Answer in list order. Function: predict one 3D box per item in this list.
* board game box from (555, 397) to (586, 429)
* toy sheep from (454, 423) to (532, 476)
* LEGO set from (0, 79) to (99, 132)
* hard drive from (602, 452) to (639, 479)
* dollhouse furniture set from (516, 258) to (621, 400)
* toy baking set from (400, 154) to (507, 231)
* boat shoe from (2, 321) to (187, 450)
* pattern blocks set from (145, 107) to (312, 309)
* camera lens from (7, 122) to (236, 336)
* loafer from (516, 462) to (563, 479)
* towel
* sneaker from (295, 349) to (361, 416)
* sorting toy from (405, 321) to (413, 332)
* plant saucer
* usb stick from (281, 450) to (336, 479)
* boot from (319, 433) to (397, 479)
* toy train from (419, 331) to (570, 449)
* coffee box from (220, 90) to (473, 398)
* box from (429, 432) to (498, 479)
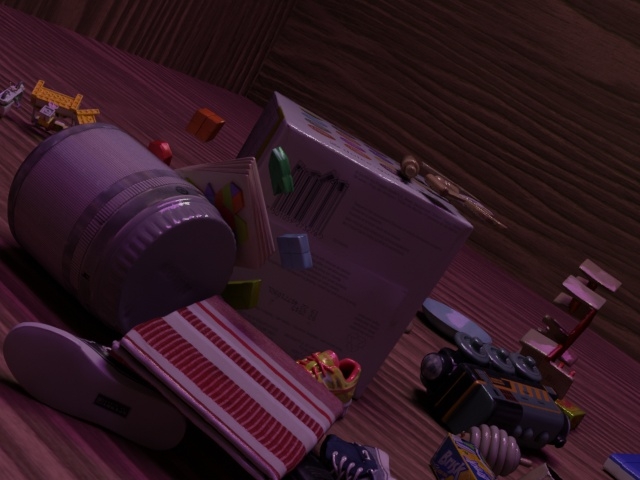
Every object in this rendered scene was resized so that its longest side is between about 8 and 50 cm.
[{"bbox_3d":[0.471,0.335,2.170,0.181,0.043,0.092,36,13,28],"label":"board game box"},{"bbox_3d":[0.266,0.330,1.580,0.132,0.091,0.091,11,12,0],"label":"toy sheep"},{"bbox_3d":[-0.514,-0.213,2.044,0.287,0.107,0.132,36,47,8],"label":"LEGO set"},{"bbox_3d":[0.722,0.529,1.967,0.318,0.040,0.210,39,14,37],"label":"hard drive"},{"bbox_3d":[0.528,0.215,2.159,0.135,0.262,0.259,36,46,21],"label":"dollhouse furniture set"},{"bbox_3d":[0.209,-0.076,1.645,0.196,0.030,0.256,35,10,-7],"label":"toy baking set"},{"bbox_3d":[-0.245,0.154,1.107,0.219,0.078,0.070,35,10,-16],"label":"boat shoe"},{"bbox_3d":[-0.143,-0.039,1.419,0.026,0.286,0.324,-20,3,-42],"label":"pattern blocks set"},{"bbox_3d":[-0.275,-0.017,1.382,0.274,0.219,0.219,37,13,32],"label":"camera lens"},{"bbox_3d":[0.405,0.424,1.495,0.268,0.092,0.102,31,11,4],"label":"loafer"},{"bbox_3d":[-0.098,0.171,1.210,0.237,0.037,0.329,39,12,8],"label":"towel"},{"bbox_3d":[-0.019,0.193,1.437,0.081,0.094,0.208,40,16,34],"label":"sneaker"},{"bbox_3d":[0.042,0.100,2.123,0.307,0.041,0.229,17,17,-49],"label":"sorting toy"},{"bbox_3d":[0.309,0.200,2.366,0.195,0.037,0.195,29,12,-7],"label":"plant saucer"},{"bbox_3d":[-0.054,0.247,1.243,0.077,0.045,0.278,29,9,-44],"label":"usb stick"},{"bbox_3d":[0.040,0.296,1.243,0.086,0.069,0.190,22,4,-4],"label":"boot"},{"bbox_3d":[0.316,0.285,1.810,0.334,0.142,0.190,22,26,-43],"label":"toy train"},{"bbox_3d":[-0.009,-0.004,1.689,0.337,0.338,0.334,29,11,-13],"label":"coffee box"},{"bbox_3d":[0.212,0.345,1.440,0.054,0.059,0.169,27,12,-17],"label":"box"}]
